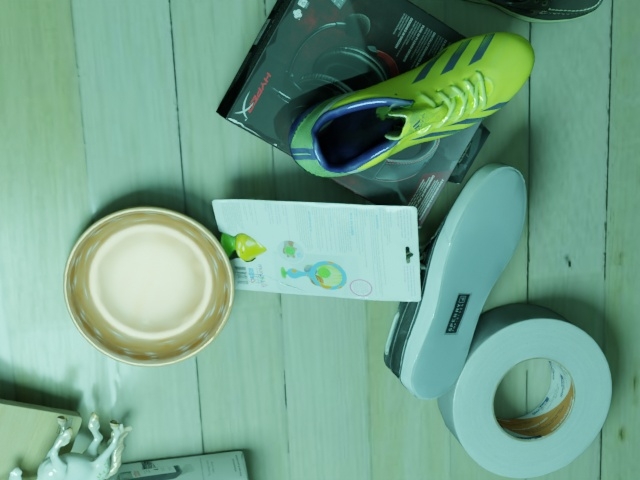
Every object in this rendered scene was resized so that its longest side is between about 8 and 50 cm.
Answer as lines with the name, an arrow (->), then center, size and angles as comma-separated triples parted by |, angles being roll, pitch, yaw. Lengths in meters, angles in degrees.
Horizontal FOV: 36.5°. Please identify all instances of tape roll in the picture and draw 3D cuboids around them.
tape roll -> 0.266, 0.196, 1.272 | 0.219, 0.072, 0.219 | -3, 104, -11

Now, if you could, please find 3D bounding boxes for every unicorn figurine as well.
unicorn figurine -> -0.296, 0.257, 1.123 | 0.162, 0.060, 0.111 | 11, 102, -33

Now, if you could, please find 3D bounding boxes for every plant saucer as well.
plant saucer -> -0.201, 0.052, 1.148 | 0.200, 0.037, 0.200 | -1, 108, -4

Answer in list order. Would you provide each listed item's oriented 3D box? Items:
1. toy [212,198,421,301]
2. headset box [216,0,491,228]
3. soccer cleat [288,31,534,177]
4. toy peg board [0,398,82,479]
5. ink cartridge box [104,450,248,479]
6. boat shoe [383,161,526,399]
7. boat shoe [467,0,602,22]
toy -> 0.000, 0.000, 1.146 | 0.237, 0.056, 0.137 | 1, 127, 10
headset box -> 0.061, -0.167, 1.124 | 0.293, 0.110, 0.218 | 29, 95, -17
soccer cleat -> 0.106, -0.138, 1.018 | 0.289, 0.121, 0.093 | -23, 106, -7
toy peg board -> -0.393, 0.253, 1.156 | 0.160, 0.079, 0.161 | 16, 100, -31
ink cartridge box -> -0.196, 0.360, 1.203 | 0.218, 0.092, 0.158 | -4, 103, -9
boat shoe -> 0.156, 0.040, 1.195 | 0.113, 0.105, 0.306 | 2, 112, -33
boat shoe -> 0.241, -0.305, 1.149 | 0.223, 0.073, 0.080 | 9, 101, -13
